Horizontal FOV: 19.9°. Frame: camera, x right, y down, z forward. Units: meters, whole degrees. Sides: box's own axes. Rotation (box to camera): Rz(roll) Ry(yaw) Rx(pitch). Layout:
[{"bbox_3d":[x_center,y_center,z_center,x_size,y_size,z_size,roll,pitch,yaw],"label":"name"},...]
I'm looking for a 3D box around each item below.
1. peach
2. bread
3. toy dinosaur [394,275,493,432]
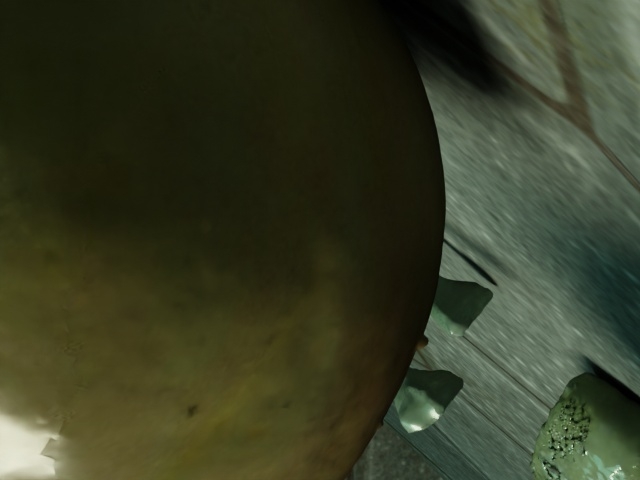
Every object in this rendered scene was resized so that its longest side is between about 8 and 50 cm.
[{"bbox_3d":[-0.097,-0.019,0.613,0.292,0.247,0.292,43,139,52],"label":"peach"},{"bbox_3d":[0.181,0.154,0.968,0.232,0.064,0.172,46,172,-18],"label":"bread"},{"bbox_3d":[0.000,0.000,0.926,0.205,0.092,0.393,43,176,4],"label":"toy dinosaur"}]
